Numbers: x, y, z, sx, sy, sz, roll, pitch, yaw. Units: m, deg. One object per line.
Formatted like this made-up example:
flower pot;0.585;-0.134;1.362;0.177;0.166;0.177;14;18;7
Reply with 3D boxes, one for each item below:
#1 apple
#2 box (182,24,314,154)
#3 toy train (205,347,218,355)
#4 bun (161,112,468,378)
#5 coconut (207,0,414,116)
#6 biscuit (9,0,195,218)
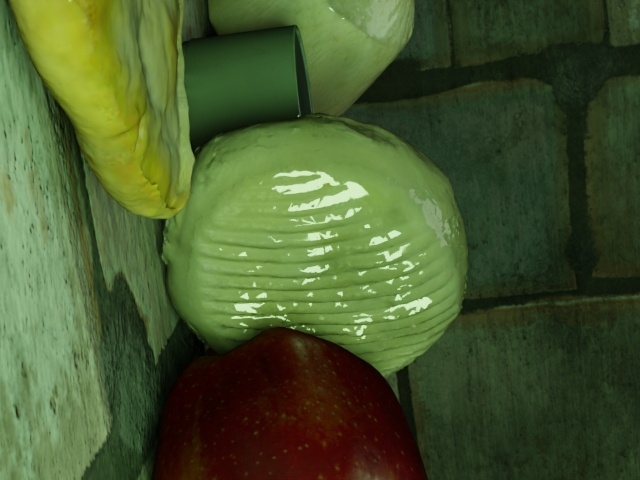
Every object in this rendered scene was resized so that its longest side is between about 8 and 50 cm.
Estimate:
apple;-0.031;0.251;1.181;0.288;0.288;0.317;75;4;-54
box;-0.087;-0.147;1.496;0.226;0.149;0.226;-7;90;-85
toy train;-0.092;0.194;1.459;0.118;0.074;0.176;-53;138;-31
bun;0.000;0.000;1.323;0.362;0.326;0.235;49;29;-36
coconut;-0.023;-0.321;1.742;0.329;0.328;0.329;-6;90;-83
biscuit;-0.189;-0.262;0.968;0.446;0.103;0.430;73;13;-71
